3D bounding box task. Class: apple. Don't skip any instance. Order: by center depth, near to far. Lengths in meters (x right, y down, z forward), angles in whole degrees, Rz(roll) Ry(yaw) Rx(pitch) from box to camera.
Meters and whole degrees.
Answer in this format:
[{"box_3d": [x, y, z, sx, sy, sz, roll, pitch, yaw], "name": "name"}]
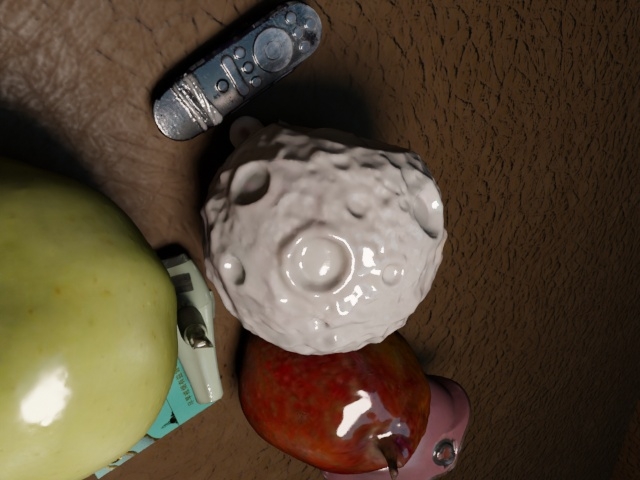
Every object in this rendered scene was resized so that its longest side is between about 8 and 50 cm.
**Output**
[{"box_3d": [-0.319, 0.091, 0.606, 0.357, 0.357, 0.358, -19, 124, -31], "name": "apple"}]

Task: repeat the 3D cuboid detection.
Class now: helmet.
[{"box_3d": [0.124, 0.363, 1.186, 0.338, 0.271, 0.197, -45, 119, -7], "name": "helmet"}]

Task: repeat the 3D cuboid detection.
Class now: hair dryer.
[{"box_3d": [-0.168, 0.160, 0.811, 0.092, 0.267, 0.229, -17, 120, -14], "name": "hair dryer"}]

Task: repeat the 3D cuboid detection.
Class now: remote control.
[{"box_3d": [-0.115, -0.230, 0.796, 0.265, 0.066, 0.090, -38, 119, -11], "name": "remote control"}]

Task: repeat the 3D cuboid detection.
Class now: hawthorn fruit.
[{"box_3d": [0.029, 0.236, 0.997, 0.308, 0.324, 0.309, -11, 103, -58], "name": "hawthorn fruit"}]

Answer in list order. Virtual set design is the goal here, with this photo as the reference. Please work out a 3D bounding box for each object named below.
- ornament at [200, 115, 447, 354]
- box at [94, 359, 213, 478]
[{"box_3d": [0.000, 0.000, 0.820, 0.336, 0.337, 0.338, -19, 124, -31], "name": "ornament"}, {"box_3d": [-0.281, 0.250, 0.931, 0.229, 0.041, 0.162, -30, 129, -24], "name": "box"}]
